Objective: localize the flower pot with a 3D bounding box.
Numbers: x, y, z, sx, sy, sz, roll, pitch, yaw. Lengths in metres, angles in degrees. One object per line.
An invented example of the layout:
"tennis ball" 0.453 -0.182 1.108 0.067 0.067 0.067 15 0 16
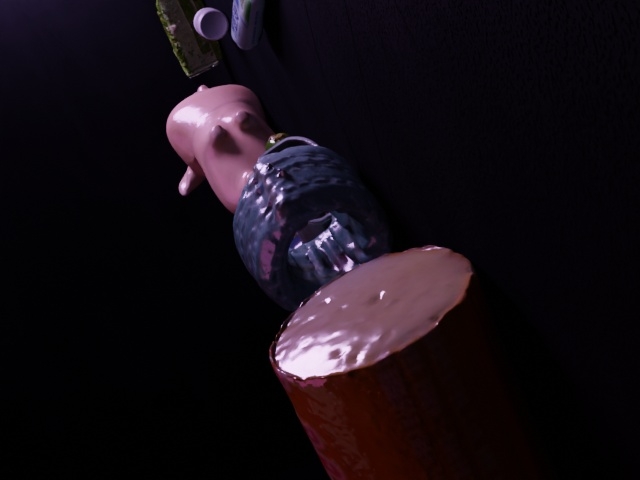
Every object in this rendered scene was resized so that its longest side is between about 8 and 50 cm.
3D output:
"flower pot" -0.011 -0.062 1.557 0.229 0.103 0.108 55 172 49

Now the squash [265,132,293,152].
"squash" -0.050 -0.113 1.838 0.077 0.068 0.219 38 161 33

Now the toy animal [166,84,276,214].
"toy animal" -0.166 -0.175 2.002 0.326 0.237 0.269 59 162 12

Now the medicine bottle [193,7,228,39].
"medicine bottle" -0.213 -0.421 1.929 0.058 0.058 0.091 65 174 -21

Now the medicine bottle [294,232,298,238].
"medicine bottle" 0.000 0.000 1.824 0.086 0.086 0.183 54 170 56

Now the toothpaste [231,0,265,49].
"toothpaste" -0.102 -0.339 1.427 0.297 0.048 0.074 124 122 -79

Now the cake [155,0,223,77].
"cake" -0.301 -0.487 2.194 0.099 0.100 0.235 58 173 37

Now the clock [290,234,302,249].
"clock" 0.023 0.062 1.666 0.199 0.146 0.243 61 168 -23

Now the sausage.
"sausage" 0.104 0.183 1.041 0.287 0.233 0.233 66 173 -19

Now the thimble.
"thimble" -0.014 -0.013 1.338 0.143 0.198 0.235 54 175 48
